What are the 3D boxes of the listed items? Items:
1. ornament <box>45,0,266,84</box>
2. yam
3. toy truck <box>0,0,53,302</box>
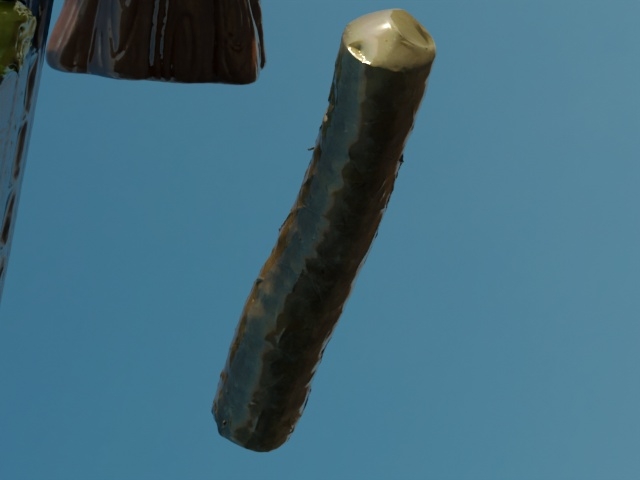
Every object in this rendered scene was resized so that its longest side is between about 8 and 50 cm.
[{"bbox_3d":[-0.142,-0.267,1.612,0.235,0.221,0.217,-10,-70,-40],"label":"ornament"},{"bbox_3d":[0.000,0.000,1.038,0.066,0.066,0.299,-15,-46,-48],"label":"yam"},{"bbox_3d":[-0.298,-0.092,1.307,0.162,0.161,0.385,-71,-6,-68],"label":"toy truck"}]
